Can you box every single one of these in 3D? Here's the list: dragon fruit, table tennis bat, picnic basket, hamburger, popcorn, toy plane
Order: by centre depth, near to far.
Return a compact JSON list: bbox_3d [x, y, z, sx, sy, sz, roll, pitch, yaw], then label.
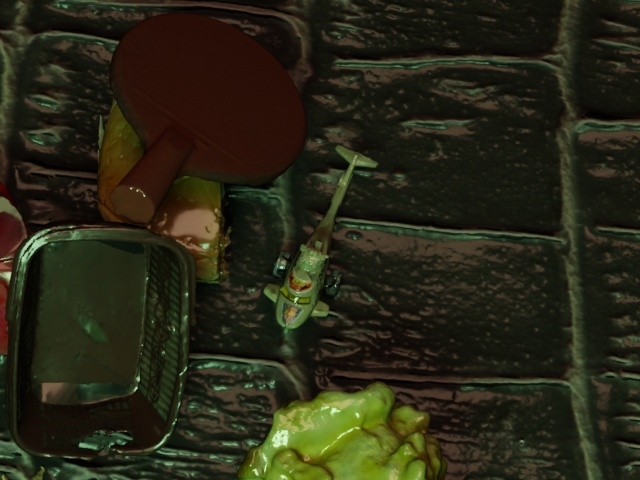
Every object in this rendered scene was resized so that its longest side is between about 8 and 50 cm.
[{"bbox_3d":[0.038,0.292,1.785,0.237,0.293,0.293,29,63,27],"label":"popcorn"},{"bbox_3d":[-0.266,0.102,1.824,0.222,0.297,0.129,2,20,-14],"label":"picnic basket"},{"bbox_3d":[-0.154,-0.153,1.898,0.268,0.051,0.415,35,38,-6],"label":"table tennis bat"},{"bbox_3d":[-0.429,0.018,1.917,0.163,0.189,0.262,-4,56,-44],"label":"dragon fruit"},{"bbox_3d":[-0.201,-0.073,1.983,0.282,0.155,0.245,38,69,11],"label":"hamburger"},{"bbox_3d":[0.000,0.000,2.005,0.092,0.108,0.286,21,51,4],"label":"toy plane"}]

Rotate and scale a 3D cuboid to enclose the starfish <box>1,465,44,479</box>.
[{"bbox_3d":[-0.356,0.317,1.845,0.086,0.016,0.092,-33,75,-19],"label":"starfish"}]
